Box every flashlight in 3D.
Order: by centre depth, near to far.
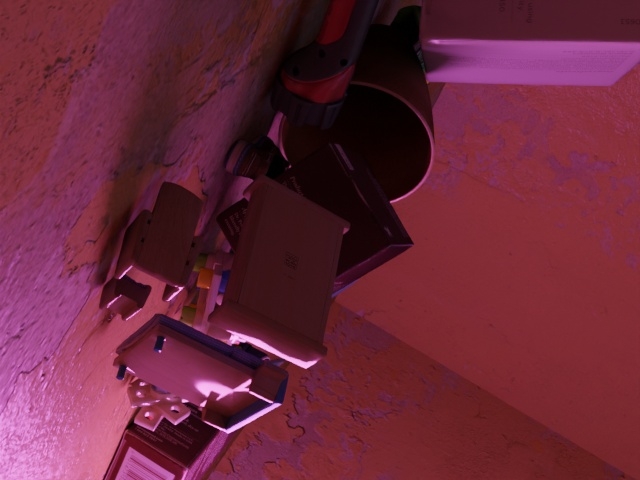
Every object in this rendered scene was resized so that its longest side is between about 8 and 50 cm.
[{"bbox_3d":[0.018,-0.292,1.284,0.103,0.103,0.304,-19,142,-38],"label":"flashlight"}]

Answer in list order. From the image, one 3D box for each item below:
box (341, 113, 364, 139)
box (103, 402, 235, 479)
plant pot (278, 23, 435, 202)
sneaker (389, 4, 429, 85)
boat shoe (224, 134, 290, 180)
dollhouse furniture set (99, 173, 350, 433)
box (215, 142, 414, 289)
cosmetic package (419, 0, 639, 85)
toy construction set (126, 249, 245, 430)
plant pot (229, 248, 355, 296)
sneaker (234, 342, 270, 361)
[{"bbox_3d":[0.007,-0.166,1.691,0.102,0.101,0.087,-58,173,-14],"label":"box"},{"bbox_3d":[-0.257,0.366,1.896,0.191,0.143,0.381,-63,171,26],"label":"box"},{"bbox_3d":[0.076,-0.223,1.565,0.254,0.237,0.237,-74,-174,-46],"label":"plant pot"},{"bbox_3d":[0.089,-0.292,1.810,0.344,0.134,0.146,-52,138,-15],"label":"sneaker"},{"bbox_3d":[-0.083,-0.107,1.425,0.066,0.066,0.183,-61,173,14],"label":"boat shoe"},{"bbox_3d":[-0.154,0.070,1.257,0.303,0.286,0.198,-39,-149,45],"label":"dollhouse furniture set"},{"bbox_3d":[-0.005,-0.012,1.415,0.203,0.169,0.167,-31,171,14],"label":"box"},{"bbox_3d":[0.318,-0.420,1.486,0.393,0.327,0.330,-4,96,-82],"label":"cosmetic package"},{"bbox_3d":[-0.171,0.147,1.512,0.328,0.151,0.215,-55,-161,31],"label":"toy construction set"},{"bbox_3d":[0.000,0.000,1.713,0.234,0.165,0.166,-13,139,-45],"label":"plant pot"},{"bbox_3d":[-0.164,0.197,1.743,0.086,0.163,0.226,-62,175,4],"label":"sneaker"}]
